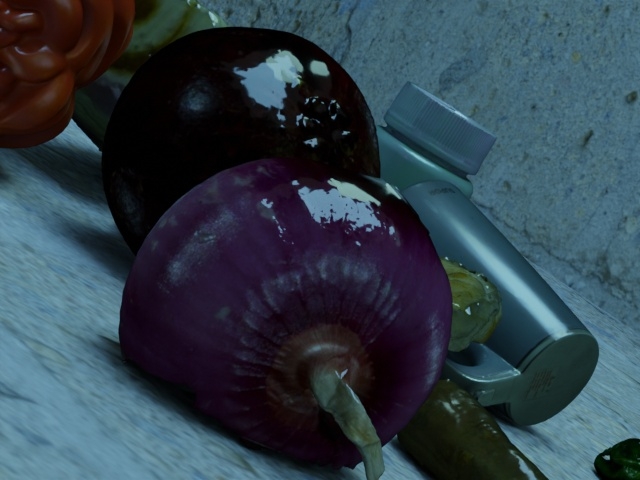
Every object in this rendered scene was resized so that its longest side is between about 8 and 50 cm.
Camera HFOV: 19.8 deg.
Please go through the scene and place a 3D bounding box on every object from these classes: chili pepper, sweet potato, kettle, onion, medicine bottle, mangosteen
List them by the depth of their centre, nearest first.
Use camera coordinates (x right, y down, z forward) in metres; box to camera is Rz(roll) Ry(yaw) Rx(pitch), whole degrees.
[{"bbox_3d":[-0.014,0.037,1.166,0.207,0.200,0.200,25,7,-1],"label":"onion"},{"bbox_3d":[0.127,0.170,1.315,0.081,0.062,0.233,27,11,-44],"label":"sweet potato"},{"bbox_3d":[-0.084,-0.052,1.471,0.235,0.235,0.261,26,-31,-38],"label":"mangosteen"},{"bbox_3d":[0.314,0.223,1.799,0.073,0.050,0.182,42,13,25],"label":"chili pepper"},{"bbox_3d":[0.136,0.069,1.803,0.211,0.160,0.243,-1,34,-42],"label":"kettle"},{"bbox_3d":[0.089,-0.052,2.060,0.139,0.225,0.139,31,8,-5],"label":"medicine bottle"}]

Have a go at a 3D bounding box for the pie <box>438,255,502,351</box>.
[{"bbox_3d":[0.035,0.041,1.636,0.274,0.055,0.274,12,14,-3],"label":"pie"}]

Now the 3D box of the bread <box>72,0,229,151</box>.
[{"bbox_3d":[-0.151,-0.139,1.736,0.187,0.155,0.338,41,-7,18],"label":"bread"}]

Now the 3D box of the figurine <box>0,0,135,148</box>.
[{"bbox_3d":[-0.360,-0.224,1.494,0.412,0.241,0.306,15,-27,32],"label":"figurine"}]
